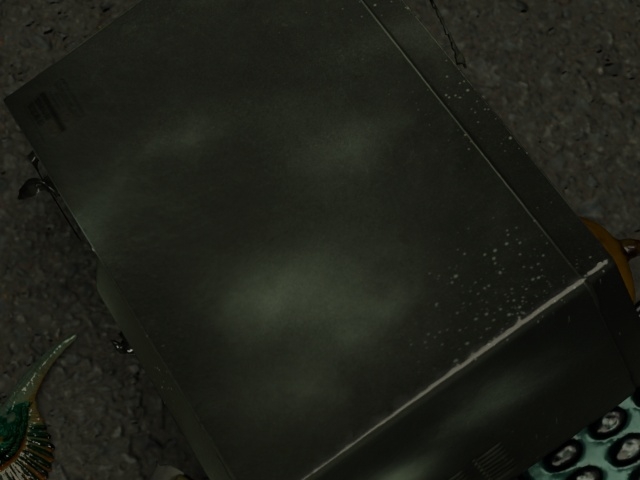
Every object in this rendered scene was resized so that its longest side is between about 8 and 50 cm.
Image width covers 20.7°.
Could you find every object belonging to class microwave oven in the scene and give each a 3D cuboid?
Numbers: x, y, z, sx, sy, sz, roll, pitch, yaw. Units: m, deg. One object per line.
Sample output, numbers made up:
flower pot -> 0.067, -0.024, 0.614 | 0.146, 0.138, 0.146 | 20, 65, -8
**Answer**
microwave oven -> 0.000, 0.000, 1.385 | 0.374, 0.236, 0.432 | -35, 60, 1

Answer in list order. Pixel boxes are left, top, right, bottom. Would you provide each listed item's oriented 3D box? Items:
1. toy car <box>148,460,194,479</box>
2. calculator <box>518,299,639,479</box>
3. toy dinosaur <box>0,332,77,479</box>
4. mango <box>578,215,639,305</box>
toy car -> -0.099, 0.258, 1.387 | 0.124, 0.256, 0.101 | 28, 75, 2
calculator -> 0.310, 0.193, 1.520 | 0.248, 0.058, 0.274 | -34, 78, -11
toy dinosaur -> -0.271, 0.171, 1.519 | 0.187, 0.044, 0.106 | -29, 91, -22
mango -> 0.136, 0.068, 1.512 | 0.317, 0.119, 0.176 | -18, 63, 9
